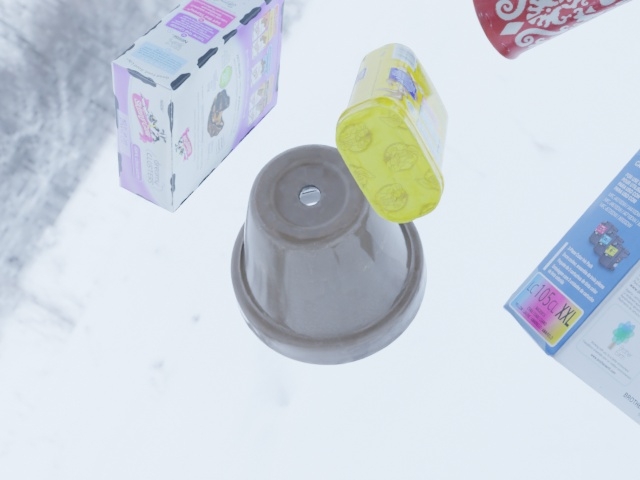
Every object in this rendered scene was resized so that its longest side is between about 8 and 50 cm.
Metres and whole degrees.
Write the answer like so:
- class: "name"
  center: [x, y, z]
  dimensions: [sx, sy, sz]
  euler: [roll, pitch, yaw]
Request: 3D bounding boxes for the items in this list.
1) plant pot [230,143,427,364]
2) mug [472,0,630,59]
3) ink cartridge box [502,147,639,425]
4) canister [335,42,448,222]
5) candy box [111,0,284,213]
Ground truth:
- class: "plant pot"
  center: [0.000, 0.000, 1.596]
  dimensions: [0.263, 0.263, 0.229]
  euler: [-63, -18, -21]
- class: "mug"
  center: [0.261, -0.285, 1.402]
  dimensions: [0.169, 0.113, 0.150]
  euler: [-19, -8, 32]
- class: "ink cartridge box"
  center: [0.461, 0.027, 1.554]
  dimensions: [0.395, 0.270, 0.151]
  euler: [-49, 33, 8]
- class: "canister"
  center: [0.076, -0.111, 1.244]
  dimensions: [0.073, 0.126, 0.170]
  euler: [-23, 24, 21]
- class: "candy box"
  center: [-0.117, -0.151, 1.228]
  dimensions: [0.196, 0.070, 0.165]
  euler: [-50, -21, -37]
